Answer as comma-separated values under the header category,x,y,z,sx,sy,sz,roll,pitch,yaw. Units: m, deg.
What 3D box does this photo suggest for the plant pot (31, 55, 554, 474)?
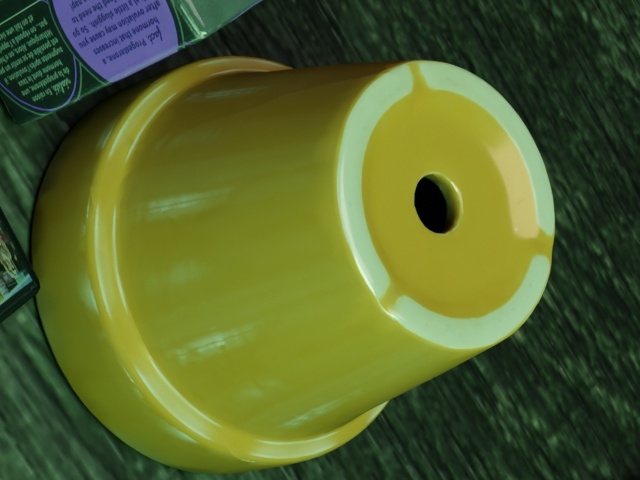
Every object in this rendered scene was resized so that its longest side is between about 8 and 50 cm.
category,x,y,z,sx,sy,sz,roll,pitch,yaw
plant pot,0.000,0.000,0.808,0.205,0.188,0.205,10,73,-37

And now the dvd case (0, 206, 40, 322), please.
category,x,y,z,sx,sy,sz,roll,pitch,yaw
dvd case,-0.209,-0.062,0.703,0.253,0.022,0.180,63,17,-8

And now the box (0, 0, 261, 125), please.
category,x,y,z,sx,sy,sz,roll,pitch,yaw
box,-0.048,-0.191,0.828,0.270,0.165,0.143,-38,104,-38
